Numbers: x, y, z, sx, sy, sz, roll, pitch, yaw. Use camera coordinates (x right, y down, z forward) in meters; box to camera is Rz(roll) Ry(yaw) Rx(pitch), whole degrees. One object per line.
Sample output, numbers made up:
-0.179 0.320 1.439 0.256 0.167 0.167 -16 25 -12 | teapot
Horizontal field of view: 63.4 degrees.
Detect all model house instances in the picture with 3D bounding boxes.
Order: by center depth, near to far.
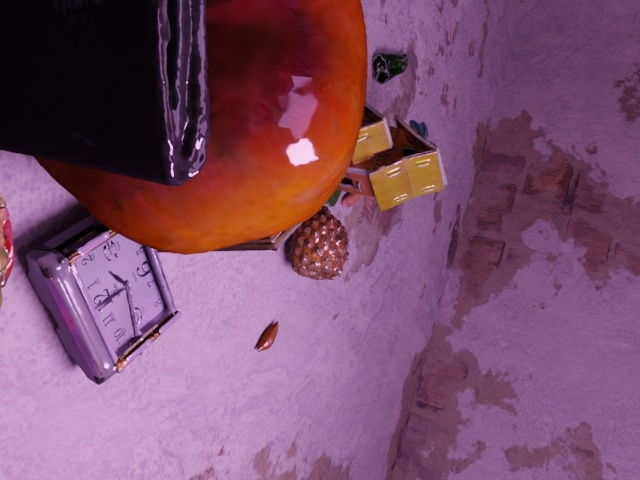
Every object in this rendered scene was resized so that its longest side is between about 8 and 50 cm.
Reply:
0.171 -0.270 1.321 0.340 0.323 0.300 -64 150 -24 | model house

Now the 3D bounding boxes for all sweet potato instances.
-0.127 0.241 1.286 0.095 0.034 0.034 -54 144 -33 | sweet potato

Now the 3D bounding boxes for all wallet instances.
-0.270 -0.184 0.443 0.062 0.405 0.229 -32 128 -57 | wallet

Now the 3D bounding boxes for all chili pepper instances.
0.228 -0.549 1.601 0.227 0.059 0.088 -43 132 -50 | chili pepper

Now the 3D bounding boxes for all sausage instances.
0.093 -0.127 1.546 0.083 0.034 0.034 -44 138 -48 | sausage

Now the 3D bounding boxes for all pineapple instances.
0.000 0.000 1.302 0.166 0.166 0.193 44 52 -59 | pineapple

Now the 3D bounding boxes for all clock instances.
-0.322 0.075 0.801 0.186 0.083 0.254 -46 138 -45 | clock

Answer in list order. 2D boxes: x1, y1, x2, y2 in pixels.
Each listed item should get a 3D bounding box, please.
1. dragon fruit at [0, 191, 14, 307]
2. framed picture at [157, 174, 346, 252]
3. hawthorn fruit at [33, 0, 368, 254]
-0.423 0.014 0.424 0.302 0.231 0.237 -1 105 -19 | dragon fruit
-0.126 -0.052 0.903 0.231 0.293 0.018 -50 127 -42 | framed picture
-0.144 -0.213 0.688 0.471 0.471 0.473 -33 129 -53 | hawthorn fruit
